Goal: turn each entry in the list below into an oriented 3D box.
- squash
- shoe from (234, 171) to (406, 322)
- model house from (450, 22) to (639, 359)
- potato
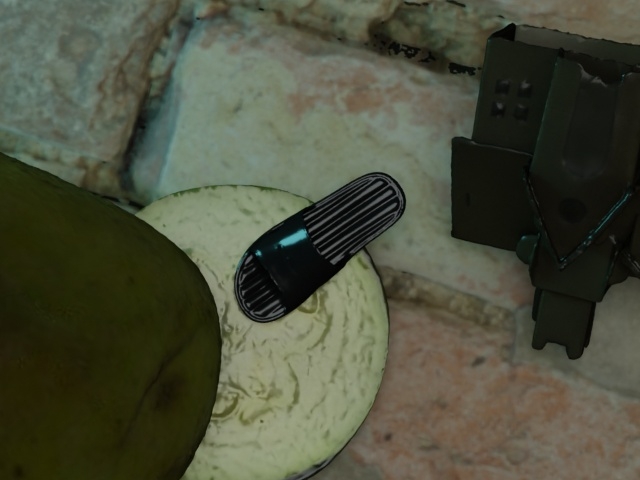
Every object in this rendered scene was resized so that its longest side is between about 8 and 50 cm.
[{"bbox_3d":[-0.069,0.081,1.132,0.252,0.049,0.252,0,83,-3],"label":"squash"},{"bbox_3d":[0.000,0.000,1.096,0.159,0.053,0.062,-37,90,-10],"label":"shoe"},{"bbox_3d":[0.201,-0.024,1.079,0.211,0.204,0.243,13,106,16],"label":"model house"},{"bbox_3d":[-0.200,0.075,0.981,0.280,0.213,0.330,8,80,-11],"label":"potato"}]
